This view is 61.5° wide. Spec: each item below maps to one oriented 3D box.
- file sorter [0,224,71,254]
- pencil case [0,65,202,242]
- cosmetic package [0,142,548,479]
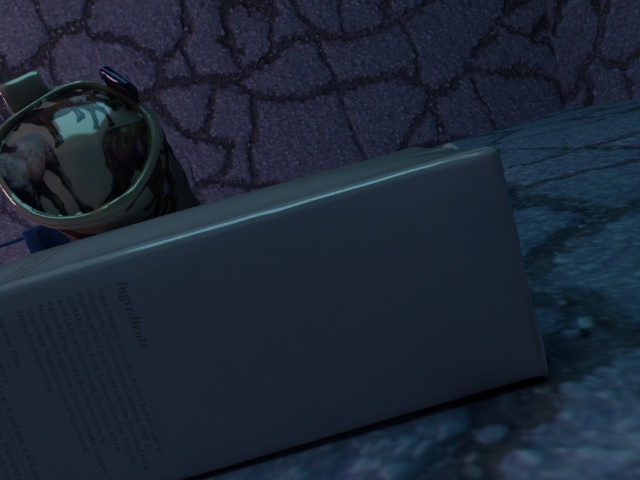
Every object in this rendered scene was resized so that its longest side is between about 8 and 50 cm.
[{"bbox_3d":[-0.317,0.077,0.597,0.104,0.170,0.118,-21,11,-9],"label":"file sorter"},{"bbox_3d":[-0.230,-0.038,0.684,0.160,0.183,0.410,-26,-16,-7],"label":"pencil case"},{"bbox_3d":[-0.065,0.048,0.413,0.385,0.156,0.217,-14,11,2],"label":"cosmetic package"}]
